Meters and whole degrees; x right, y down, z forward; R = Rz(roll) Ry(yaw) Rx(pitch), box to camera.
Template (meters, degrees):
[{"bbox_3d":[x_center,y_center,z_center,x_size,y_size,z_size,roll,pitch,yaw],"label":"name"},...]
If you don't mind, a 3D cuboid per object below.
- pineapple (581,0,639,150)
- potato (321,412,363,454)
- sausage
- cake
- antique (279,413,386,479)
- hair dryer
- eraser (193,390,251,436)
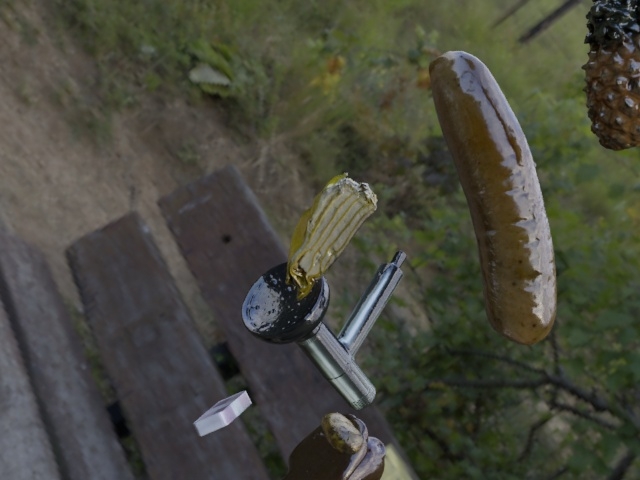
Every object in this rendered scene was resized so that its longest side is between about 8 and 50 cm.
[{"bbox_3d":[0.453,-0.312,1.536,0.169,0.169,0.340,-96,168,-72],"label":"pineapple"},{"bbox_3d":[0.029,0.273,1.450,0.051,0.040,0.083,28,7,-30],"label":"potato"},{"bbox_3d":[0.295,-0.072,1.688,0.123,0.136,0.501,-39,115,-75],"label":"sausage"},{"bbox_3d":[-0.003,-0.003,1.387,0.079,0.185,0.116,38,54,-13],"label":"cake"},{"bbox_3d":[0.000,0.413,1.685,0.121,0.257,0.143,31,-15,39],"label":"antique"},{"bbox_3d":[0.023,0.110,1.810,0.320,0.155,0.284,45,50,-46],"label":"hair dryer"},{"bbox_3d":[-0.160,0.282,1.677,0.026,0.065,0.105,65,22,-3],"label":"eraser"}]
